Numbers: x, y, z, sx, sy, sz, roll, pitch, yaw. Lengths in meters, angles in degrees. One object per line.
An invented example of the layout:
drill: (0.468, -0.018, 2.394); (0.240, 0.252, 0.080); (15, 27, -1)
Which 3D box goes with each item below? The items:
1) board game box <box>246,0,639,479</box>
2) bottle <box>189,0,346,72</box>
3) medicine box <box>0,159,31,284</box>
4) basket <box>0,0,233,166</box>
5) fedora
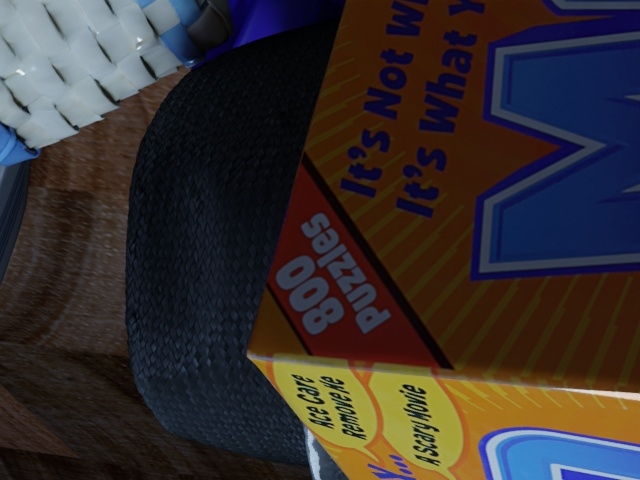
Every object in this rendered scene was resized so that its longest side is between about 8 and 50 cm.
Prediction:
board game box: (0.232, -0.017, 0.740); (0.356, 0.356, 0.356); (4, 152, 23)
bottle: (0.063, -0.061, 1.037); (0.282, 0.118, 0.092); (24, -169, -19)
medicine box: (-0.360, -0.062, 1.246); (0.289, 0.149, 0.263); (17, 155, -5)
basket: (-0.206, -0.148, 0.877); (0.289, 0.201, 0.255); (-20, 148, 2)
fedora: (0.000, 0.000, 0.866); (0.152, 0.334, 0.334); (1, 151, 22)
